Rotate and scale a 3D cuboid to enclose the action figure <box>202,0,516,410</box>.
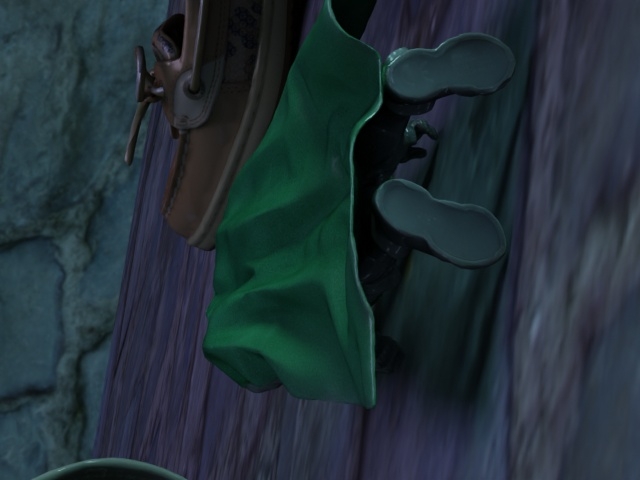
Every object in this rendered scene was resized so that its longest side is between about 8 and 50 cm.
[{"bbox_3d":[0.000,0.000,0.614,0.232,0.063,0.137,141,138,-71],"label":"action figure"}]

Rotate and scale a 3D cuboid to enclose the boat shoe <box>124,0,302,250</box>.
[{"bbox_3d":[-0.057,-0.135,1.069,0.104,0.089,0.285,-108,30,-73],"label":"boat shoe"}]

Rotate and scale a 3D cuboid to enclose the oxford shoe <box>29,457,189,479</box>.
[{"bbox_3d":[-0.096,0.184,0.718,0.449,0.169,0.130,-97,21,-79],"label":"oxford shoe"}]
